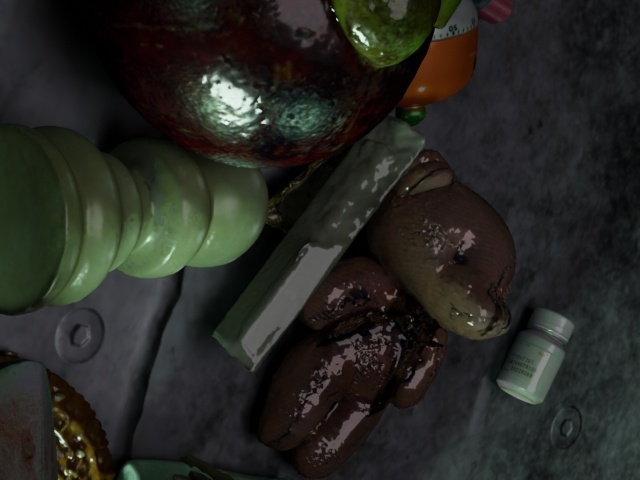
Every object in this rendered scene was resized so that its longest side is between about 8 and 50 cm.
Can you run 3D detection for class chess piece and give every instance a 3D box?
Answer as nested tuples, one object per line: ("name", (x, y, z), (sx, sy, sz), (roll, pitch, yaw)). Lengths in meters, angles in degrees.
("chess piece", (-0.149, -0.024, 1.486), (0.251, 0.144, 0.144), (-7, 105, -47))

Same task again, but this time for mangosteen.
("mangosteen", (-0.029, -0.195, 1.434), (0.300, 0.300, 0.300), (-12, 109, -39))

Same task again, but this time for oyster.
("oyster", (-0.004, -0.049, 1.662), (0.132, 0.029, 0.086), (-2, 112, -42))

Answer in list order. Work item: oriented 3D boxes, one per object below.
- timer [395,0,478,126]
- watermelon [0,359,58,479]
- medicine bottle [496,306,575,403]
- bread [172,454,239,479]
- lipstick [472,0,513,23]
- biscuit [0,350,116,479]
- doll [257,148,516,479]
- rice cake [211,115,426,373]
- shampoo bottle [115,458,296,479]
("timer", (0.079, -0.158, 1.664), (0.136, 0.099, 0.136), (-6, 107, -19))
("watermelon", (-0.278, 0.194, 1.355), (0.175, 0.188, 0.322), (-3, 146, -3))
("medicine bottle", (0.215, 0.114, 1.888), (0.052, 0.052, 0.089), (35, 78, -41))
("bread", (-0.069, 0.358, 1.583), (0.389, 0.183, 0.236), (59, 35, -43))
("lipstick", (0.097, -0.251, 1.695), (0.234, 0.053, 0.053), (22, 86, -46))
("biscuit", (-0.283, 0.235, 1.486), (0.305, 0.038, 0.305), (-12, 109, -39))
("doll", (0.075, 0.086, 1.694), (0.303, 0.156, 0.201), (-57, 136, -9))
("rice cake", (0.000, 0.000, 1.625), (0.052, 0.057, 0.256), (42, 80, -34))
("shampoo bottle", (-0.095, 0.225, 1.649), (0.190, 0.041, 0.069), (7, 88, -43))
